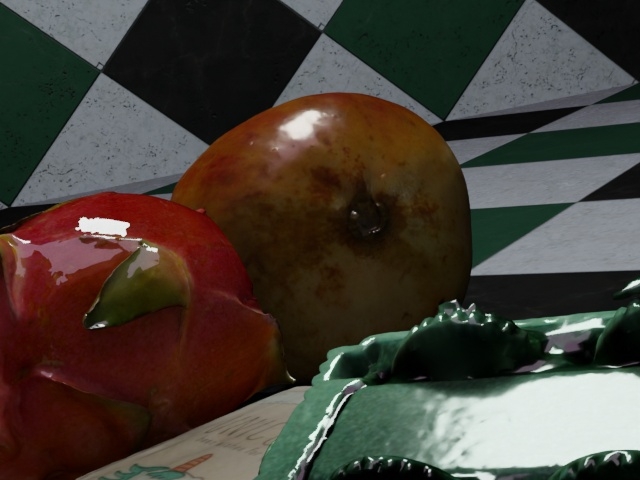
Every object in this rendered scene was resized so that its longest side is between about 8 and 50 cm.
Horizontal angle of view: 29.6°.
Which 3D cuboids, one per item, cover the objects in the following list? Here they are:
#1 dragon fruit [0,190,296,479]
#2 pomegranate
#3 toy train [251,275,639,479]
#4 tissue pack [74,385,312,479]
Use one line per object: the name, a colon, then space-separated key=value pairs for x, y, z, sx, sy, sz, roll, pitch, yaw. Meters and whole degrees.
dragon fruit: x=-0.152 y=0.075 z=0.821 sx=0.227 sy=0.224 sz=0.224 roll=-16 pitch=12 yaw=-21
pomegranate: x=0.000 y=0.000 z=1.013 sx=0.252 sy=0.229 sz=0.270 roll=-20 pitch=1 yaw=-12
toy train: x=0.134 y=0.112 z=0.417 sx=0.330 sy=0.178 sz=0.138 roll=-9 pitch=29 yaw=31
tissue pack: x=-0.077 y=0.159 z=0.638 sx=0.325 sy=0.071 sz=0.170 roll=-19 pitch=12 yaw=-38
